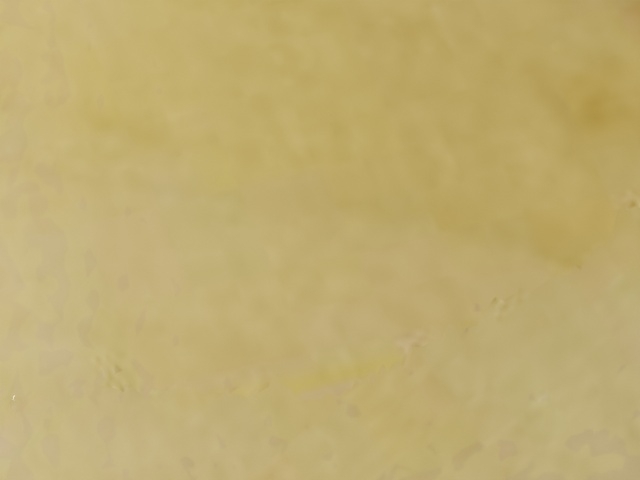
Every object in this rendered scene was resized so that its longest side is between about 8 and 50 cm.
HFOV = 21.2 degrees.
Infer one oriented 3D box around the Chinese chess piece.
[{"bbox_3d":[0.000,0.000,0.500,0.251,0.097,0.250,0,87,2],"label":"Chinese chess piece"}]
